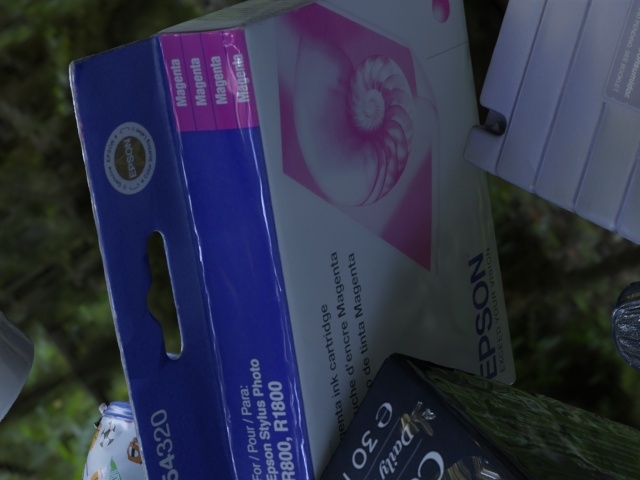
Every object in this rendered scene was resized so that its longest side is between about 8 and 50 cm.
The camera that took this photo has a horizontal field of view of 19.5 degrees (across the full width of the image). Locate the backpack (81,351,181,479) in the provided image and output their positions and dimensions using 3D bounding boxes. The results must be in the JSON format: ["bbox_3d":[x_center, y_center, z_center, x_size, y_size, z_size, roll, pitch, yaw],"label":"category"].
[{"bbox_3d":[-0.102,0.220,1.780,0.263,0.277,0.213,133,145,-88],"label":"backpack"}]

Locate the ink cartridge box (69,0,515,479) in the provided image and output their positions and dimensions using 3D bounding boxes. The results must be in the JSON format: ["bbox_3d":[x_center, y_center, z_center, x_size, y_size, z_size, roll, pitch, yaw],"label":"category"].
[{"bbox_3d":[0.000,0.000,1.221,0.071,0.330,0.324,4,111,38],"label":"ink cartridge box"}]

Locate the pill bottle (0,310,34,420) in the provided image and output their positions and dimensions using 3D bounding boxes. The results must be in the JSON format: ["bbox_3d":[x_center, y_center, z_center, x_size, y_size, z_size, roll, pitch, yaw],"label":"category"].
[{"bbox_3d":[-0.275,0.017,0.989,0.246,0.136,0.136,43,170,-24],"label":"pill bottle"}]

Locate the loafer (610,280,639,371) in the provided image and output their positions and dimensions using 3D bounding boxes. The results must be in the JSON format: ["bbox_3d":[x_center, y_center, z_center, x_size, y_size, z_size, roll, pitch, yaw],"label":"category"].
[{"bbox_3d":[0.258,0.035,0.926,0.223,0.078,0.076,-2,123,19],"label":"loafer"}]

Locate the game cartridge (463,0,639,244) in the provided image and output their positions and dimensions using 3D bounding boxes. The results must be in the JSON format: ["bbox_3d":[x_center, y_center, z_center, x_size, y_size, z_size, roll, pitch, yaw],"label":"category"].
[{"bbox_3d":[0.220,-0.177,1.097,0.230,0.068,0.355,29,108,45],"label":"game cartridge"}]

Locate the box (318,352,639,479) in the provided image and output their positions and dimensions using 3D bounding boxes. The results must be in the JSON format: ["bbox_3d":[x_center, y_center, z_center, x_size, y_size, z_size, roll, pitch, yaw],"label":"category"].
[{"bbox_3d":[0.144,0.402,1.098,0.297,0.479,0.472,20,-167,-37],"label":"box"}]
